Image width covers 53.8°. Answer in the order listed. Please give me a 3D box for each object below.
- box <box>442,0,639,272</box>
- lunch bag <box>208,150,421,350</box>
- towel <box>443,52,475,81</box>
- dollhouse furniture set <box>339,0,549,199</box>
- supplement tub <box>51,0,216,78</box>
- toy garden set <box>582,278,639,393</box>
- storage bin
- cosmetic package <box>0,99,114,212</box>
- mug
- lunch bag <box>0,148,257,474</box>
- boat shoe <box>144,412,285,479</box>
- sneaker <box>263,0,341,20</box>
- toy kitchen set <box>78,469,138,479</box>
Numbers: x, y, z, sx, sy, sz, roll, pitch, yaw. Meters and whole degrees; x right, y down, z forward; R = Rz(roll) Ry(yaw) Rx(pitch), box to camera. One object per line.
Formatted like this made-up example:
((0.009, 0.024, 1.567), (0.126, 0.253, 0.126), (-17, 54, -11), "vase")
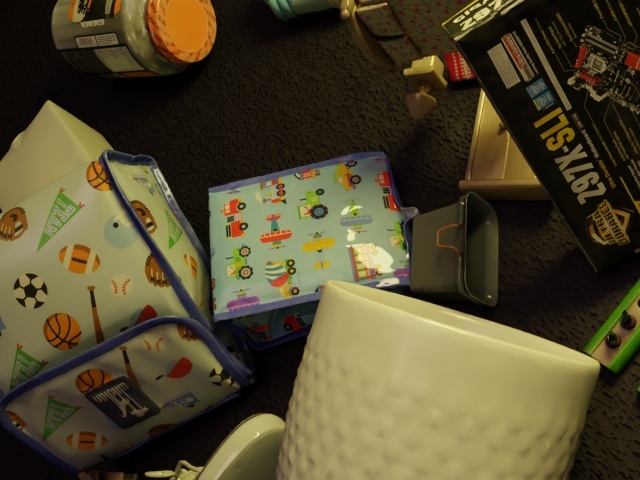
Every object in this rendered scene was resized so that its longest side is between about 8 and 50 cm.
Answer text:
((0.316, -0.154, 0.631), (0.257, 0.322, 0.079), (-32, 25, 19), "box")
((0.000, 0.000, 0.897), (0.293, 0.138, 0.221), (-18, 58, 15), "lunch bag")
((0.267, -0.298, 0.803), (0.274, 0.199, 0.031), (5, 45, 37), "towel")
((0.186, -0.190, 0.699), (0.303, 0.355, 0.174), (2, 71, 36), "dollhouse furniture set")
((-0.374, -0.428, 1.272), (0.316, 0.193, 0.194), (8, 74, 34), "supplement tub")
((0.421, 0.102, 0.616), (0.204, 0.049, 0.244), (-52, 52, 3), "toy garden set")
((0.162, 0.016, 0.800), (0.091, 0.098, 0.135), (-13, 63, 40), "storage bin")
((-0.467, -0.074, 1.204), (0.217, 0.156, 0.385), (-48, 51, 6), "cosmetic package")
((0.073, 0.229, 0.675), (0.374, 0.276, 0.328), (16, 90, 67), "mug")
((-0.315, 0.112, 0.919), (0.327, 0.239, 0.385), (-28, 93, 7), "lunch bag")
((-0.167, 0.357, 0.834), (0.156, 0.135, 0.367), (37, 107, 45), "boat shoe")
((-0.036, -0.545, 1.149), (0.208, 0.127, 0.319), (-9, 64, 28), "sneaker")
((-0.338, 0.392, 0.967), (0.083, 0.068, 0.075), (-12, 64, 29), "toy kitchen set")
